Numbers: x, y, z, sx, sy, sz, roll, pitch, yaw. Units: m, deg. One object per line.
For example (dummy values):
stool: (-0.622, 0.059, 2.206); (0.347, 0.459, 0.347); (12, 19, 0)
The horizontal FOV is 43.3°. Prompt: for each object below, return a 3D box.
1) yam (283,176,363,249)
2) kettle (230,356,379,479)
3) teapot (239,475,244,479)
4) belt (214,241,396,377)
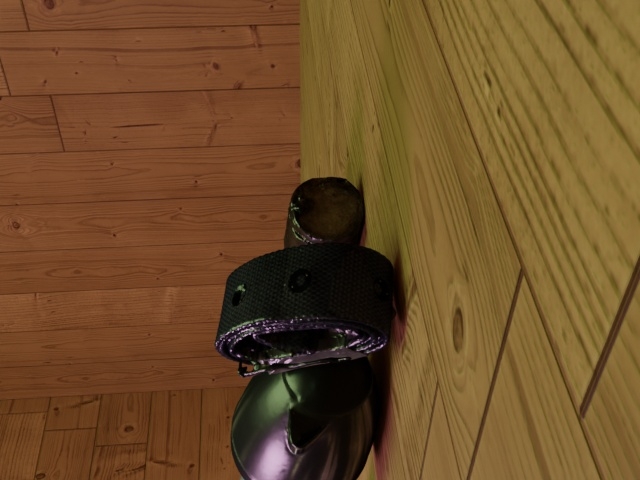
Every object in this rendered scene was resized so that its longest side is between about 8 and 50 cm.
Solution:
yam: (-0.001, 0.001, 1.307); (0.279, 0.131, 0.131); (97, 169, -66)
kettle: (0.008, 0.216, 1.109); (0.207, 0.251, 0.271); (51, 150, 23)
teapot: (-0.095, 0.606, 1.910); (0.424, 0.280, 0.252); (93, 175, -66)
belt: (-0.021, 0.090, 0.943); (0.139, 0.230, 0.126); (38, -132, -42)
